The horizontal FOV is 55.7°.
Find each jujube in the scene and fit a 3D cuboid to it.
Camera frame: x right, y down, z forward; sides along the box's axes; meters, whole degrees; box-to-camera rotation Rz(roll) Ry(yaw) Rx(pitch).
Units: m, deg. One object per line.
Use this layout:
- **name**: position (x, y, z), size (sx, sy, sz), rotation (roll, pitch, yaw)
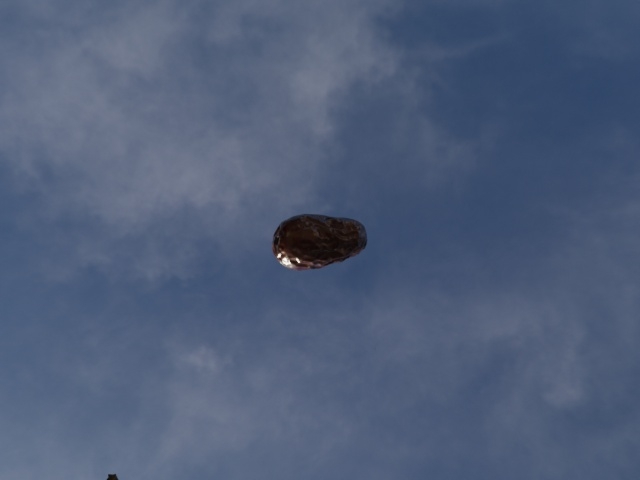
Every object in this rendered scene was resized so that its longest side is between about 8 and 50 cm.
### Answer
- **jujube**: position (0.000, 0.000, 0.795), size (0.129, 0.077, 0.077), rotation (-7, -102, -25)

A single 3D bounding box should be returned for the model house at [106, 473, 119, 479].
- **model house**: position (-0.233, 0.336, 0.659), size (0.176, 0.181, 0.248), rotation (34, -58, 45)
